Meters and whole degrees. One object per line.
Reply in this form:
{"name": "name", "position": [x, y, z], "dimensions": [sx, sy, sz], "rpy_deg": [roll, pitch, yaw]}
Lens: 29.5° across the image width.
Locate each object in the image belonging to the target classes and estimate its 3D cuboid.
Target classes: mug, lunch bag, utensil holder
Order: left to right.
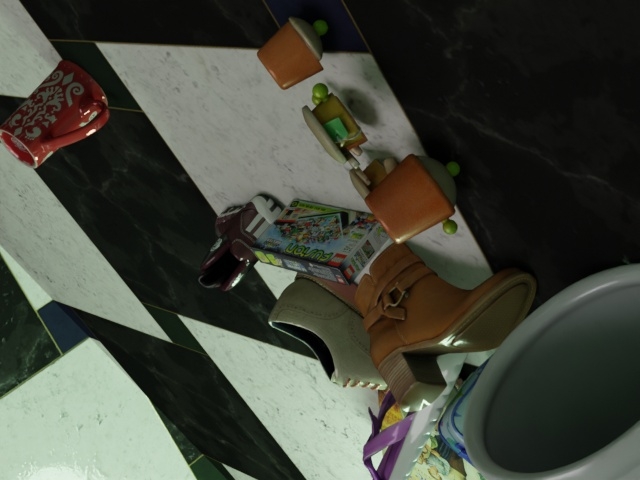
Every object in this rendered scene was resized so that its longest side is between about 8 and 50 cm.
{"name": "mug", "position": [-0.454, -0.213, 2.069], "dimensions": [0.113, 0.169, 0.150], "rpy_deg": [52, 155, -23]}
{"name": "lunch bag", "position": [0.297, 0.287, 1.816], "dimensions": [0.219, 0.176, 0.090], "rpy_deg": [37, 156, 5]}
{"name": "utensil holder", "position": [0.415, 0.269, 1.437], "dimensions": [0.385, 0.327, 0.328], "rpy_deg": [45, 156, -20]}

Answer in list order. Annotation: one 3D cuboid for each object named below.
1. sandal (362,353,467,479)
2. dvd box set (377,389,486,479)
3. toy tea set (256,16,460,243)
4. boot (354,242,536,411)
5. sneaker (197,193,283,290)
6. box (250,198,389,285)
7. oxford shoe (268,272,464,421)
{"name": "sandal", "position": [0.128, 0.266, 1.893], "dimensions": [0.102, 0.169, 0.416], "rpy_deg": [25, 115, 4]}
{"name": "dvd box set", "position": [0.247, 0.408, 2.248], "dimensions": [0.308, 0.062, 0.420], "rpy_deg": [31, 155, 21]}
{"name": "toy tea set", "position": [0.062, -0.145, 1.538], "dimensions": [0.336, 0.124, 0.200], "rpy_deg": [52, -176, -32]}
{"name": "boot", "position": [0.166, 0.080, 1.730], "dimensions": [0.109, 0.283, 0.220], "rpy_deg": [12, -141, -35]}
{"name": "sneaker", "position": [-0.161, 0.024, 2.055], "dimensions": [0.106, 0.162, 0.281], "rpy_deg": [42, 156, -3]}
{"name": "box", "position": [0.000, 0.000, 1.834], "dimensions": [0.207, 0.114, 0.036], "rpy_deg": [12, 144, 47]}
{"name": "oxford shoe", "position": [0.087, 0.209, 2.028], "dimensions": [0.397, 0.146, 0.140], "rpy_deg": [38, 156, 6]}
